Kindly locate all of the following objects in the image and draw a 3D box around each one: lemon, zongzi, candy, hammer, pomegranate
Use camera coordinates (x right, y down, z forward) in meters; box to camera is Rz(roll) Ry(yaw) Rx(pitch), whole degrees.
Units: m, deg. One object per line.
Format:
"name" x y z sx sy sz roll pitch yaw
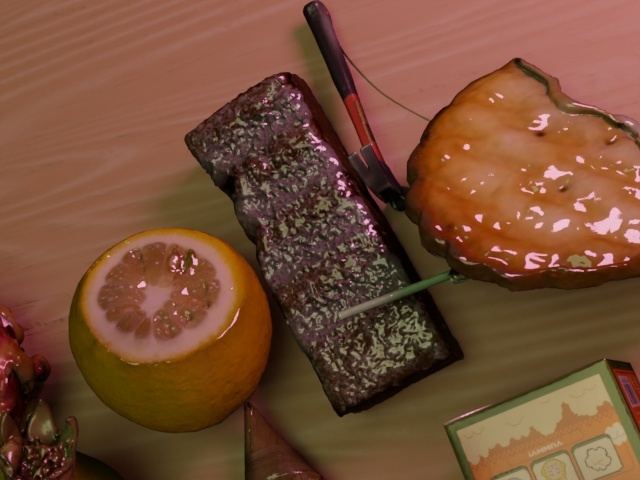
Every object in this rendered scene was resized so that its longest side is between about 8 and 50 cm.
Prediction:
"lemon" -0.175 0.119 1.291 0.240 0.219 0.240 -2 54 3
"zongzi" -0.019 0.282 1.279 0.160 0.078 0.176 -2 79 18
"candy" 0.152 0.032 1.181 0.288 0.078 0.084 -18 72 -8
"hammer" 0.037 -0.174 1.312 0.033 0.111 0.287 -28 65 18
"pomegranate" -0.341 0.346 1.295 0.260 0.260 0.340 22 118 24

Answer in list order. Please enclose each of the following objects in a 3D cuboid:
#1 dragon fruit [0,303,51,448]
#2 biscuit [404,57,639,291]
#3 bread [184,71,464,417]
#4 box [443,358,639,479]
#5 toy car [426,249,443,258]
"dragon fruit" -0.493 0.184 1.411 0.263 0.314 0.296 9 104 -19
"biscuit" 0.253 -0.077 1.161 0.329 0.078 0.335 -2 50 2
"bread" 0.000 0.000 1.286 0.165 0.113 0.416 -35 72 17
"box" 0.256 0.221 1.101 0.177 0.195 0.148 -27 74 17
"toy car" 0.142 -0.049 1.260 0.055 0.069 0.142 -27 69 59
